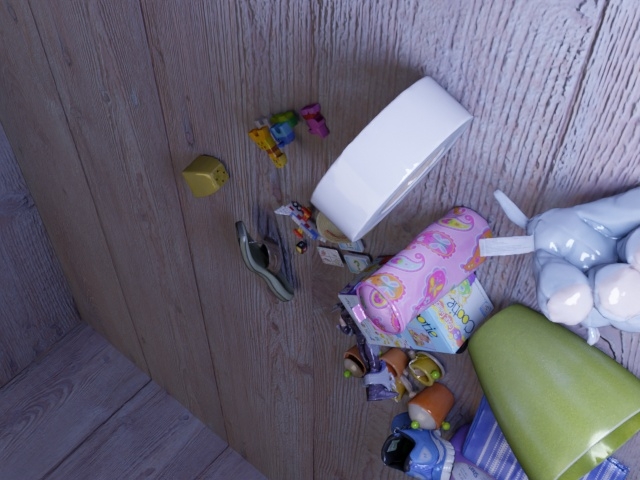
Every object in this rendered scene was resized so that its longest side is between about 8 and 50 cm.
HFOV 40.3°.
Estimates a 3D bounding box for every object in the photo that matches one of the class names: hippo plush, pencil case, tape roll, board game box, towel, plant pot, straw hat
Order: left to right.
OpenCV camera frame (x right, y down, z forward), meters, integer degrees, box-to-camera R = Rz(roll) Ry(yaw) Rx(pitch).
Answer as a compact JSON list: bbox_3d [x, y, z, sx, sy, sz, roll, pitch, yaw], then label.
[{"bbox_3d":[-0.277,-0.160,2.165,0.083,0.081,0.081,3,131,40],"label":"plant pot"},{"bbox_3d":[0.053,-0.063,1.830,0.144,0.145,0.061,82,179,-49],"label":"straw hat"},{"bbox_3d":[0.116,-0.130,1.415,0.100,0.286,0.286,44,153,6],"label":"tape roll"},{"bbox_3d":[0.192,0.126,1.799,0.275,0.142,0.144,-2,125,57],"label":"board game box"},{"bbox_3d":[0.185,0.054,1.556,0.124,0.284,0.124,37,149,28],"label":"pencil case"},{"bbox_3d":[0.423,0.581,2.137,0.275,0.090,0.274,35,150,24],"label":"tape roll"},{"bbox_3d":[0.474,0.482,1.895,0.336,0.040,0.243,33,128,26],"label":"towel"},{"bbox_3d":[0.411,0.265,1.583,0.293,0.275,0.274,51,157,27],"label":"plant pot"},{"bbox_3d":[0.412,0.074,1.312,0.294,0.234,0.236,-3,139,34],"label":"hippo plush"}]

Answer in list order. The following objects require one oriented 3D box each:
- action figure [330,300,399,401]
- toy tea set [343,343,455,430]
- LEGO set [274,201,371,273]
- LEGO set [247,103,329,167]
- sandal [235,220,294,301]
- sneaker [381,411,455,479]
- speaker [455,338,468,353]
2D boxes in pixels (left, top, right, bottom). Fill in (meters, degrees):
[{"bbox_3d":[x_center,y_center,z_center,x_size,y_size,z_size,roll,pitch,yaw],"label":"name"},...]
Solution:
[{"bbox_3d":[0.110,0.235,2.059,0.185,0.099,0.284,154,103,-67],"label":"action figure"},{"bbox_3d":[0.179,0.361,2.151,0.336,0.124,0.200,5,132,52],"label":"toy tea set"},{"bbox_3d":[0.000,0.000,2.005,0.244,0.060,0.182,10,132,50],"label":"LEGO set"},{"bbox_3d":[-0.074,-0.207,1.798,0.227,0.087,0.093,1,128,56],"label":"LEGO set"},{"bbox_3d":[-0.132,0.043,2.224,0.302,0.086,0.120,52,-165,-46],"label":"sandal"},{"bbox_3d":[0.220,0.495,2.153,0.147,0.129,0.330,13,-176,-10],"label":"sneaker"},{"bbox_3d":[0.259,0.212,1.916,0.136,0.055,0.055,9,134,51],"label":"speaker"}]
